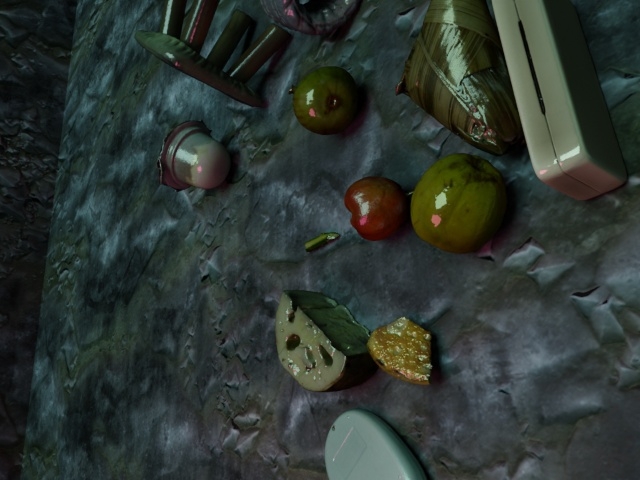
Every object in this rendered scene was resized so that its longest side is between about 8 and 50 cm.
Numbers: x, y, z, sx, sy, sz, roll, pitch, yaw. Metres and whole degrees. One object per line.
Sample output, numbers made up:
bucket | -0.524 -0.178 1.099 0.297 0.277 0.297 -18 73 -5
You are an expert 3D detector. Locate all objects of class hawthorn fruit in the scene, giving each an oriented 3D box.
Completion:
hawthorn fruit | 0.111 -0.059 1.177 0.125 0.140 0.125 -177 90 -80

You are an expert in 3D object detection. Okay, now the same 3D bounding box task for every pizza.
pizza | 0.147 0.192 1.095 0.160 0.036 0.099 26 73 45

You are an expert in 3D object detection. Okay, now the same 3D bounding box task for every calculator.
calculator | 0.096 0.423 1.091 0.295 0.042 0.184 46 114 47

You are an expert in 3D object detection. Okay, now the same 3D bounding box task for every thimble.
thimble | -0.025 -0.591 1.422 0.172 0.205 0.236 42 108 49

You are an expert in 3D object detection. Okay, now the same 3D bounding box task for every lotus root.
lotus root | 0.004 0.200 1.212 0.138 0.119 0.235 -59 43 18

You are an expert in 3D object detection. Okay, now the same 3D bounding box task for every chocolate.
chocolate | -0.324 -0.210 1.690 0.147 0.221 0.221 26 99 36

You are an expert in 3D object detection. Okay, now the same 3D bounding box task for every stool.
stool | -0.278 -0.521 1.628 0.310 0.310 0.226 41 106 47

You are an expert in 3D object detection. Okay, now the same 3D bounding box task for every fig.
fig | 0.006 -0.296 1.366 0.186 0.147 0.142 144 121 -87

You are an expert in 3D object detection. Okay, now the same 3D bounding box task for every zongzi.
zongzi | 0.259 -0.312 1.008 0.286 0.134 0.288 50 139 40

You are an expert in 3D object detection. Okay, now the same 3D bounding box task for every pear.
pear | 0.222 -0.057 1.010 0.149 0.148 0.162 46 121 46

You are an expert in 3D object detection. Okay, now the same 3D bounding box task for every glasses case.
glasses case | 0.346 -0.231 0.922 0.076 0.144 0.337 -27 58 41

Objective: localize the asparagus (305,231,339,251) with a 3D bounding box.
asparagus | 0.000 0.001 1.353 0.108 0.021 0.025 -24 60 44
